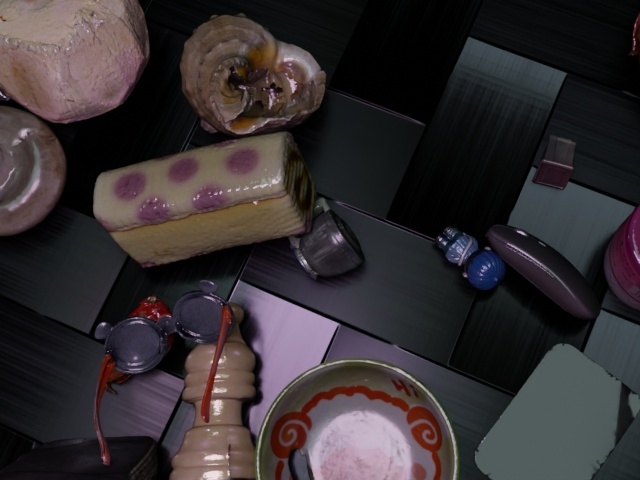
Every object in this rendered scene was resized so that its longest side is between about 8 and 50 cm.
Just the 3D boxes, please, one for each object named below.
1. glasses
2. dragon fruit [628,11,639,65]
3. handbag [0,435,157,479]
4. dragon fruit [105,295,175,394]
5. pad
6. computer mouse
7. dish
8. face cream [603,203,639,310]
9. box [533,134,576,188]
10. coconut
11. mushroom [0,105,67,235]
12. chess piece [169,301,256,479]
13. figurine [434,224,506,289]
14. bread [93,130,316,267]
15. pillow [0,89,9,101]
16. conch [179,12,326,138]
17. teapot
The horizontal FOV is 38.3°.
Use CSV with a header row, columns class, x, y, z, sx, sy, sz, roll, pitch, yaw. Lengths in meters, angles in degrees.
class,x,y,z,sx,sy,sz,roll,pitch,yaw
glasses,-0.250,0.192,1.416,0.234,0.268,0.118,-22,113,9
dragon fruit,0.664,-0.350,1.597,0.250,0.250,0.315,33,96,12
handbag,-0.379,0.444,1.403,0.247,0.340,0.240,0,93,-1
dragon fruit,-0.309,0.187,1.592,0.094,0.094,0.190,31,100,11
pad,0.396,0.318,1.539,0.181,0.004,0.267,37,80,13
computer mouse,0.385,0.045,1.563,0.232,0.120,0.057,42,113,14
dish,0.064,0.358,1.494,0.324,0.124,0.324,-3,75,10
face cream,0.568,0.023,1.511,0.175,0.195,0.175,-1,75,2
box,0.417,-0.140,1.625,0.060,0.084,0.063,16,71,9
coconut,-0.456,-0.356,1.654,0.297,0.254,0.297,-3,55,4
mushroom,-0.577,-0.133,1.616,0.244,0.243,0.243,-1,74,4
chess piece,-0.175,0.253,1.547,0.139,0.124,0.307,-13,68,30
figurine,0.262,0.026,1.590,0.077,0.079,0.136,-45,76,-6
bread,-0.189,-0.072,1.561,0.339,0.187,0.155,-11,51,13
pillow,-0.687,-0.359,1.747,0.186,0.106,0.249,-10,78,2
conch,-0.123,-0.265,1.642,0.263,0.186,0.324,6,49,-7
teapot,-0.001,0.001,1.602,0.108,0.111,0.149,-35,80,8
